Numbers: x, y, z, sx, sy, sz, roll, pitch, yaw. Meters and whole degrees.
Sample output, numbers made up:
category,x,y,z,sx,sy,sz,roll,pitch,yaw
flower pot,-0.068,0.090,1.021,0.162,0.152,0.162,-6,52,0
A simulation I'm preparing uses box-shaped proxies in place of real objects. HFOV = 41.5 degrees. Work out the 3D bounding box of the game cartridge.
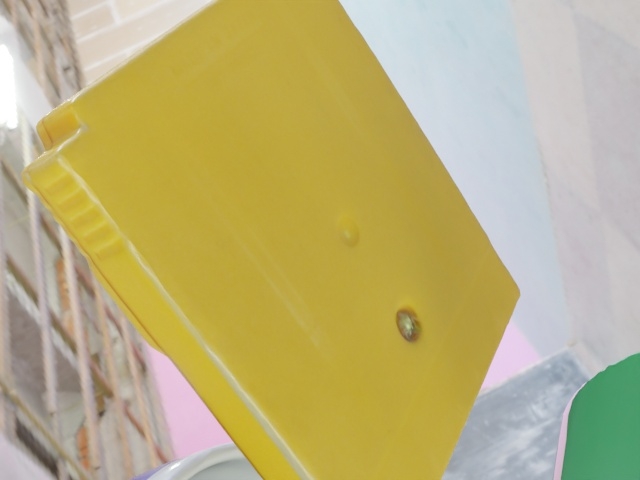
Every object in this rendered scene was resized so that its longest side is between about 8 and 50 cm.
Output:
category,x,y,z,sx,sy,sz,roll,pitch,yaw
game cartridge,0.000,0.000,0.545,0.323,0.053,0.285,55,-138,-16

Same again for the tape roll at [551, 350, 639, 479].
category,x,y,z,sx,sy,sz,roll,pitch,yaw
tape roll,0.265,0.144,0.371,0.321,0.322,0.077,68,-145,-53

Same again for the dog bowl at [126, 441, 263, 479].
category,x,y,z,sx,sy,sz,roll,pitch,yaw
dog bowl,-0.063,0.276,0.563,0.265,0.104,0.264,33,-136,-38
